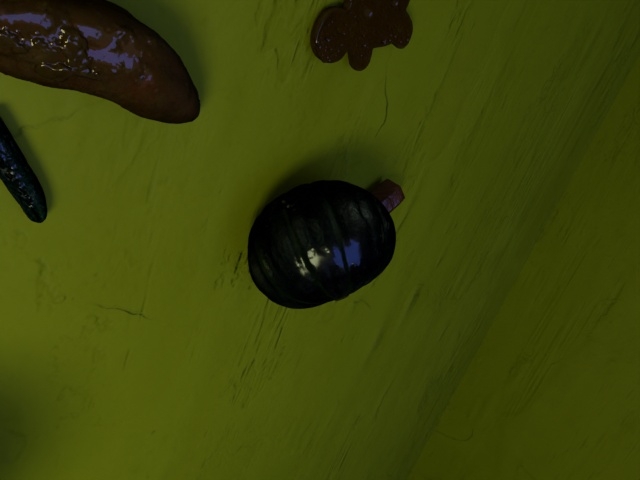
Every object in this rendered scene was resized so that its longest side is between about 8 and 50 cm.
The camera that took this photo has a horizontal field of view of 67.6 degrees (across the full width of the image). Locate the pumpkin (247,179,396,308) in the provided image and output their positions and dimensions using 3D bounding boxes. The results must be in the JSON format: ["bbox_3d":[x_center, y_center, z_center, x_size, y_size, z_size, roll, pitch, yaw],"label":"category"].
[{"bbox_3d":[0.000,0.000,0.782,0.250,0.216,0.249,-16,154,-8],"label":"pumpkin"}]

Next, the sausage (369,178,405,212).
[{"bbox_3d":[0.090,-0.051,0.946,0.169,0.065,0.065,-39,141,-19],"label":"sausage"}]

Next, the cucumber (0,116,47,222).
[{"bbox_3d":[-0.319,-0.070,0.499,0.032,0.032,0.133,-34,138,-27],"label":"cucumber"}]

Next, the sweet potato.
[{"bbox_3d":[-0.232,-0.187,0.451,0.355,0.106,0.095,12,75,-52],"label":"sweet potato"}]

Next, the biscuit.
[{"bbox_3d":[0.063,-0.331,0.723,0.205,0.031,0.138,-35,139,-25],"label":"biscuit"}]
